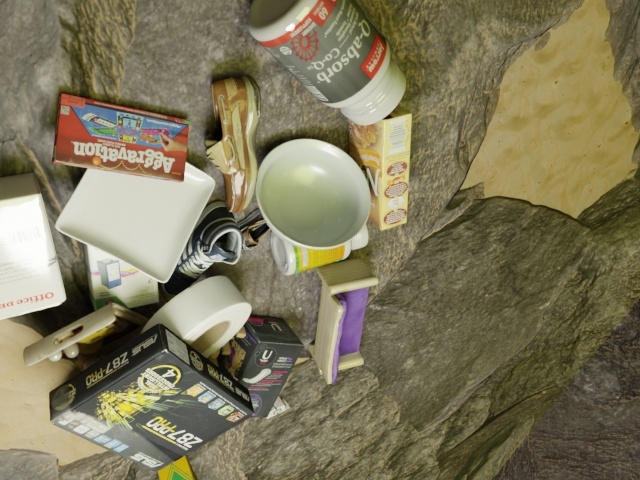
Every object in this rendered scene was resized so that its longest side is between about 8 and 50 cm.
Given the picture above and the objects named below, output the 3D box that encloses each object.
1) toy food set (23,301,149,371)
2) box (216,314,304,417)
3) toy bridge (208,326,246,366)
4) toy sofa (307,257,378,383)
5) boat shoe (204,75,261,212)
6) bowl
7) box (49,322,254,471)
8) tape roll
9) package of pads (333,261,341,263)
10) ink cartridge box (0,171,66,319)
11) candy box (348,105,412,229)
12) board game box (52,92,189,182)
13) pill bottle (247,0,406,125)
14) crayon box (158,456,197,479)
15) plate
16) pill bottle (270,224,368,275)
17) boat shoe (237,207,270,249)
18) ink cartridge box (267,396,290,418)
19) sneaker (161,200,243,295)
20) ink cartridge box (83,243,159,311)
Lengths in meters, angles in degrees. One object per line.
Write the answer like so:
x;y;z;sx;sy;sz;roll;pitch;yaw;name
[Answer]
-0.538;0.258;1.589;0.220;0.092;0.306;-28;164;-3;toy food set
-0.194;0.366;1.914;0.165;0.143;0.270;12;113;-39;box
-0.273;0.296;1.874;0.026;0.063;0.188;12;132;-36;toy bridge
0.072;0.245;1.941;0.150;0.177;0.362;-11;131;-20;toy sofa
-0.215;-0.226;1.544;0.120;0.122;0.323;-4;114;-22;boat shoe
-0.033;-0.097;1.668;0.298;0.297;0.134;-13;165;-23;bowl
-0.394;0.394;1.593;0.318;0.097;0.395;-30;137;7;box
-0.318;0.221;1.691;0.286;0.100;0.286;-38;164;-13;tape roll
0.054;0.107;1.966;0.050;0.032;0.083;-5;122;-31;package of pads
-0.686;0.018;1.414;0.207;0.117;0.282;-14;125;-23;ink cartridge box
0.150;-0.208;1.715;0.088;0.183;0.316;-16;126;-20;candy box
-0.426;-0.217;1.430;0.282;0.027;0.144;6;87;-33;board game box
0.027;-0.432;1.480;0.210;0.210;0.363;-49;131;6;pill bottle
-0.379;0.891;2.037;0.106;0.313;0.362;-21;128;-14;crayon box
-0.410;-0.084;1.482;0.277;0.045;0.277;32;73;-29;plate
0.000;0.000;1.794;0.246;0.136;0.136;-15;126;-21;pill bottle
-0.195;-0.012;1.718;0.183;0.066;0.066;-44;131;1;boat shoe
-0.146;0.533;2.116;0.083;0.048;0.028;-21;128;-19;ink cartridge box
-0.296;0.048;1.640;0.099;0.153;0.282;26;104;-39;sneaker
-0.479;0.057;1.580;0.154;0.093;0.212;-10;122;-24;ink cartridge box
